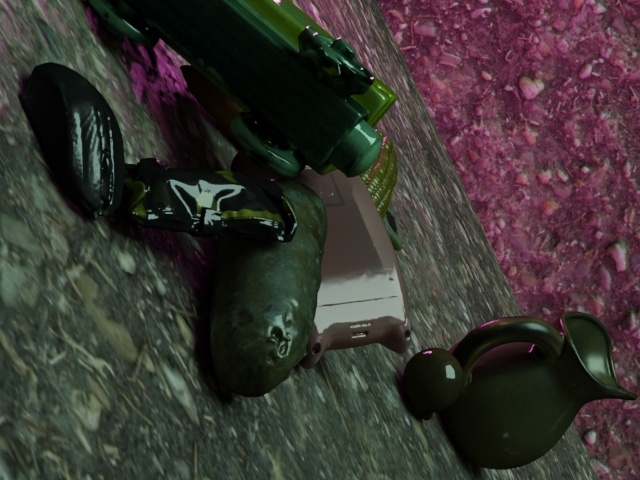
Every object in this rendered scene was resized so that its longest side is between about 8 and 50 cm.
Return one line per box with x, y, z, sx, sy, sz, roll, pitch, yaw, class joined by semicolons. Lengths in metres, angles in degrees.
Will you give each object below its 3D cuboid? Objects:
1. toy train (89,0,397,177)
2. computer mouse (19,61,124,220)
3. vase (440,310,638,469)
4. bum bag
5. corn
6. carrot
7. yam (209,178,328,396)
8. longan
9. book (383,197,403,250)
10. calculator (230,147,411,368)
-0.093;-0.245;1.548;0.442;0.179;0.272;41;13;2;toy train
-0.227;-0.103;1.203;0.099;0.057;0.172;19;47;-66;computer mouse
0.339;0.226;2.115;0.329;0.302;0.241;45;23;-47;vase
-0.122;-0.043;1.317;0.232;0.060;0.107;8;34;-40;bum bag
0.058;-0.090;2.045;0.131;0.131;0.344;58;19;-17;corn
-0.130;-0.190;1.721;0.205;0.072;0.072;37;29;-47;carrot
-0.062;0.052;1.391;0.133;0.133;0.330;55;21;-27;yam
0.175;0.228;1.968;0.106;0.106;0.119;-49;153;-75;longan
0.055;-0.153;2.353;0.352;0.035;0.239;48;23;-46;book
0.000;0.000;1.627;0.220;0.048;0.330;-6;65;-34;calculator
